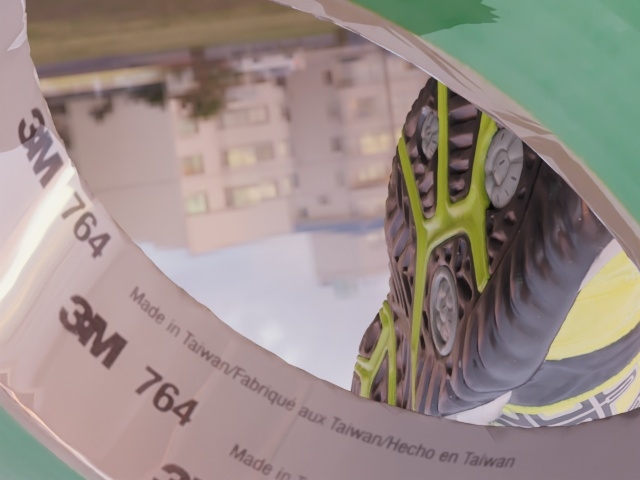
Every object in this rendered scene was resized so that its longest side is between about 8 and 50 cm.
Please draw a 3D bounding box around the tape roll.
[{"bbox_3d":[0.000,0.000,0.440,0.321,0.321,0.077,-2,-140,36],"label":"tape roll"}]

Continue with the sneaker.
[{"bbox_3d":[0.107,0.035,0.766,0.147,0.145,0.384,-1,149,-9],"label":"sneaker"}]
